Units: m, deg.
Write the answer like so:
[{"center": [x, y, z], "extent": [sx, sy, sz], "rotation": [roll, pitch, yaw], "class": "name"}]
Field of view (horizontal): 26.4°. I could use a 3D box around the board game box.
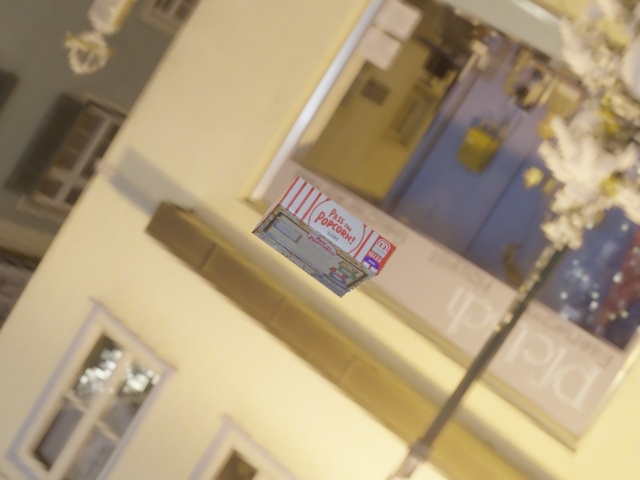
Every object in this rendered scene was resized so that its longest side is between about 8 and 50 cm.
[{"center": [0.000, 0.000, 1.680], "extent": [0.147, 0.045, 0.193], "rotation": [36, 165, -5], "class": "board game box"}]
